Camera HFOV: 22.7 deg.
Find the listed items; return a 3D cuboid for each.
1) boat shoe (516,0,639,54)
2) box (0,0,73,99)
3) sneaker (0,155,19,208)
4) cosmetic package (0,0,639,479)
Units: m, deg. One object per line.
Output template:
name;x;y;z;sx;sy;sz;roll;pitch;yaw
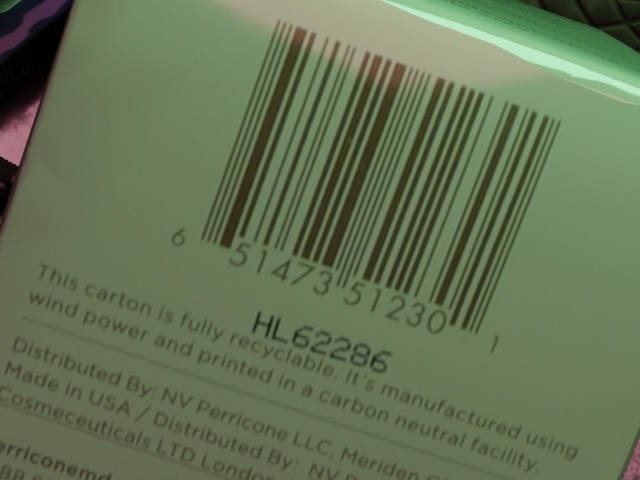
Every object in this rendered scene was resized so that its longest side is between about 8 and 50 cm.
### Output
boat shoe;0.277;-0.208;1.177;0.324;0.123;0.116;-4;50;1
box;-0.258;-0.249;1.112;0.184;0.103;0.261;-42;90;-12
sneaker;-0.272;-0.037;1.112;0.170;0.051;0.089;32;81;2
cosmetic package;0.000;0.000;0.924;0.329;0.394;0.327;18;103;-5
